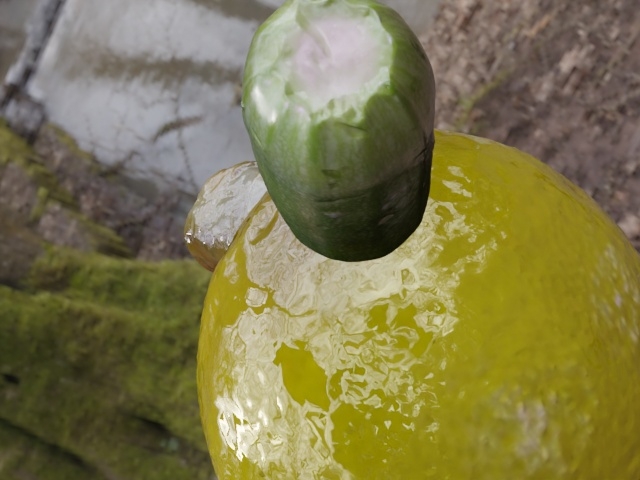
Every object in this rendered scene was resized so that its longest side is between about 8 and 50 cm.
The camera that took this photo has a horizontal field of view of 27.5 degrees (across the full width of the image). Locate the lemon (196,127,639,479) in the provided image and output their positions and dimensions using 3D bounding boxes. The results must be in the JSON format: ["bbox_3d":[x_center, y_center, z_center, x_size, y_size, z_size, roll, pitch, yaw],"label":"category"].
[{"bbox_3d":[0.069,0.084,0.916,0.364,0.364,0.364,-35,44,42],"label":"lemon"}]

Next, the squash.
[{"bbox_3d":[0.009,-0.031,0.460,0.229,0.066,0.066,67,-140,-81],"label":"squash"}]

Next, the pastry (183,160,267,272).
[{"bbox_3d":[-0.005,-0.002,1.205,0.257,0.235,0.121,9,78,47],"label":"pastry"}]
